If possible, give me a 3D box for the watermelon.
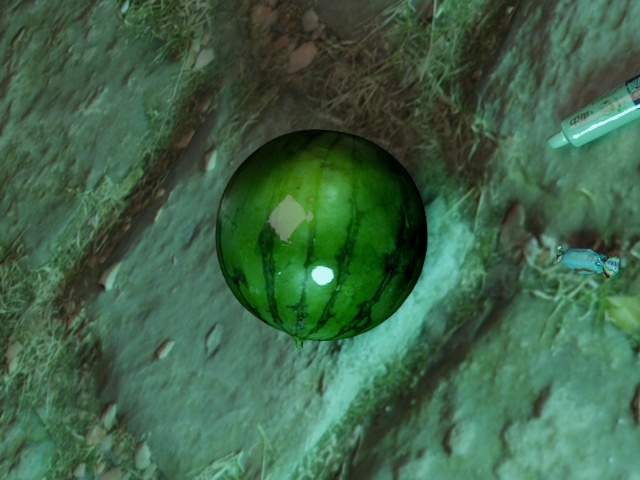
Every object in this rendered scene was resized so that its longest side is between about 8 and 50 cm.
[{"bbox_3d":[0.001,-0.005,1.942,0.242,0.242,0.242,-20,56,33],"label":"watermelon"}]

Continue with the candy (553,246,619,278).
[{"bbox_3d":[0.283,0.024,1.830,0.083,0.020,0.030,8,72,44],"label":"candy"}]

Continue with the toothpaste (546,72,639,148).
[{"bbox_3d":[0.348,-0.158,1.863,0.233,0.038,0.060,-29,55,23],"label":"toothpaste"}]
